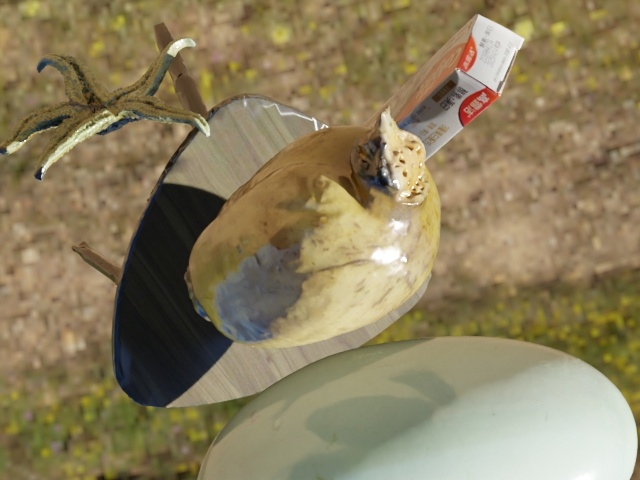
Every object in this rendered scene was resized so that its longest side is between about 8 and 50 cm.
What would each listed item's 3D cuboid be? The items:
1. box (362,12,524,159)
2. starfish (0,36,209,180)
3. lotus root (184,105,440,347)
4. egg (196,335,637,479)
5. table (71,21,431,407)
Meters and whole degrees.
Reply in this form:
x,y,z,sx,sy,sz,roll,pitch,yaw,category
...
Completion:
x,y,z,sx,sy,sz,roll,pitch,yaw,category
0.080,-0.098,1.335,0.039,0.055,0.218,29,155,-10,box
-0.183,-0.116,1.549,0.217,0.223,0.050,15,136,39,starfish
0.000,0.000,1.284,0.257,0.140,0.154,-30,-168,47,lotus root
0.076,0.193,1.456,0.371,0.230,0.230,-17,157,6,egg
-0.112,-0.020,1.703,0.317,0.249,0.317,-12,122,-20,table
